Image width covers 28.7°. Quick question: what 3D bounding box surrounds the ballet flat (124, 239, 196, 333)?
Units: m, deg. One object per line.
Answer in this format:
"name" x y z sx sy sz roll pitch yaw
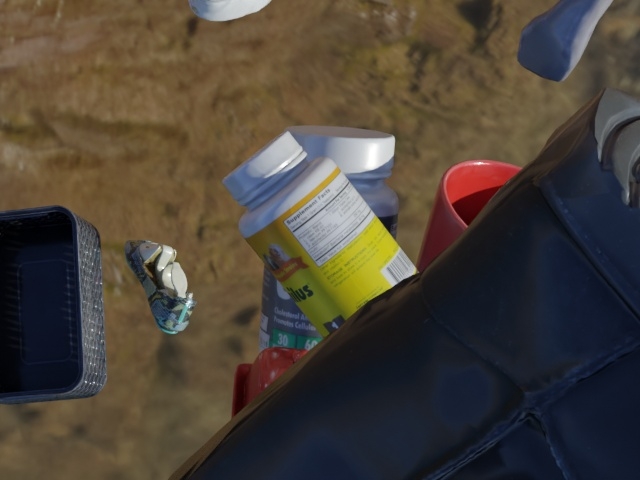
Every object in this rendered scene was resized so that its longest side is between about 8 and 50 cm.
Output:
"ballet flat" -0.210 0.044 1.674 0.070 0.188 0.070 -18 136 -18

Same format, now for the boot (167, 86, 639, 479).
"boot" 0.111 0.193 0.682 0.445 0.146 0.367 -44 77 34

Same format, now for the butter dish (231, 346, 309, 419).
"butter dish" -0.034 0.200 1.714 0.159 0.160 0.118 12 124 -8

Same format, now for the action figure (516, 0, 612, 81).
"action figure" 0.196 -0.206 0.525 0.330 0.178 0.341 -36 80 -19

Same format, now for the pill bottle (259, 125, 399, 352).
"pill bottle" 0.015 0.011 1.932 0.204 0.204 0.361 1 101 -16

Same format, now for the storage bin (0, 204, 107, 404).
"storage bin" -0.280 0.065 1.213 0.122 0.084 0.180 -6 81 5

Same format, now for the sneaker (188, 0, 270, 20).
"sneaker" -0.044 -0.374 1.476 0.292 0.169 0.108 -38 88 -14

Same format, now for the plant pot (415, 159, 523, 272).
"plant pot" 0.262 0.052 1.893 0.274 0.275 0.243 9 126 -19

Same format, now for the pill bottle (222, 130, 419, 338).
"pill bottle" 0.000 0.000 1.240 0.117 0.117 0.215 -38 96 3
